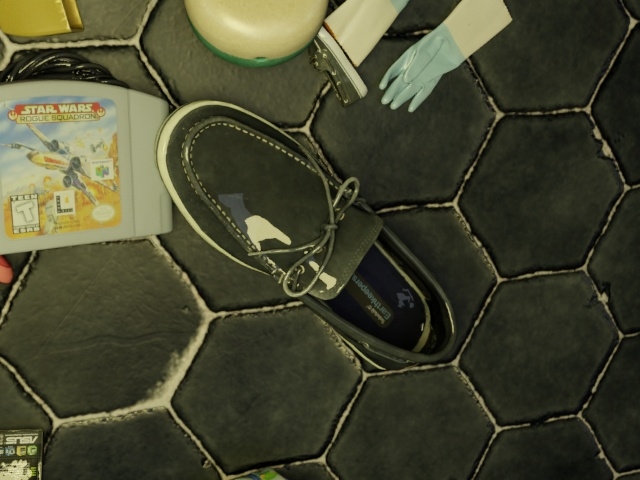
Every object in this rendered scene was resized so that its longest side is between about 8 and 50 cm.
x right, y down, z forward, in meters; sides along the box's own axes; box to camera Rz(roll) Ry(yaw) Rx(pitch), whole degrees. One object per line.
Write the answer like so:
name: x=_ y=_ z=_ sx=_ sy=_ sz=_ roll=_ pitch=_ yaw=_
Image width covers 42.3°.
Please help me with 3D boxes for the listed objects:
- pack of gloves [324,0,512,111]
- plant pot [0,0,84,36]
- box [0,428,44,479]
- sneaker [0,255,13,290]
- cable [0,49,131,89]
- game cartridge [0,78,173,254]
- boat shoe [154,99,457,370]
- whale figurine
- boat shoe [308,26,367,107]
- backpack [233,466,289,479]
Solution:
pack of gloves: x=0.133 y=-0.307 z=1.145 sx=0.232 sy=0.046 sz=0.195 roll=-43 pitch=124 yaw=-5
plant pot: x=-0.341 y=-0.280 z=0.987 sx=0.083 sy=0.081 sz=0.081 roll=-14 pitch=105 yaw=-1
box: x=-0.455 y=0.338 z=1.056 sx=0.191 sy=0.045 sz=0.184 roll=1 pitch=73 yaw=-17
sneaker: x=-0.453 y=-0.076 z=0.977 sx=0.136 sy=0.116 sz=0.313 roll=-39 pitch=110 yaw=-9
cable: x=-0.322 y=-0.161 z=1.032 sx=0.185 sy=0.047 sz=0.150 roll=33 pitch=91 yaw=-19
game cartridge: x=-0.315 y=-0.090 z=0.978 sx=0.297 sy=0.062 sz=0.198 roll=-9 pitch=109 yaw=-36
boat shoe: x=0.000 y=0.000 z=1.084 sx=0.500 sy=0.156 sz=0.186 roll=44 pitch=73 yaw=-21
whale figurine: x=-0.085 y=-0.345 z=1.035 sx=0.216 sy=0.141 sz=0.271 roll=-4 pitch=78 yaw=-10
boat shoe: x=0.009 y=-0.241 z=1.111 sx=0.040 sy=0.049 sz=0.142 roll=-41 pitch=111 yaw=-4
backpack: x=-0.050 y=0.495 z=1.146 sx=0.356 sy=0.290 sz=0.273 roll=38 pitch=81 yaw=-13
